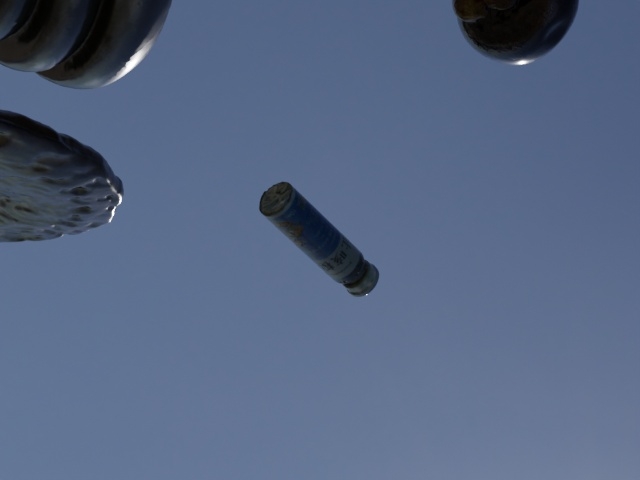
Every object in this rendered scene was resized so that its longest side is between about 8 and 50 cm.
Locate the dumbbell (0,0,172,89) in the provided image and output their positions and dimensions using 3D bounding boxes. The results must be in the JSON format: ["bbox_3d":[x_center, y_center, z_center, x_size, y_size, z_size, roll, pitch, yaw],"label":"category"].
[{"bbox_3d":[-0.241,-0.146,0.740,0.179,0.406,0.179,19,-67,52],"label":"dumbbell"}]

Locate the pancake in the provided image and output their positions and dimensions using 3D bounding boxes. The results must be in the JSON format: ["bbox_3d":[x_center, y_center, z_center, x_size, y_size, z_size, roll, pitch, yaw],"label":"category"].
[{"bbox_3d":[-0.279,-0.052,1.155,0.286,0.288,0.033,-7,-111,42],"label":"pancake"}]

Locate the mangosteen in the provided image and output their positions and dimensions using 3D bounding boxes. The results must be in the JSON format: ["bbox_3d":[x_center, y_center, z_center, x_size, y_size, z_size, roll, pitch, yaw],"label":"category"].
[{"bbox_3d":[0.203,-0.263,1.741,0.137,0.151,0.137,-15,-118,30],"label":"mangosteen"}]

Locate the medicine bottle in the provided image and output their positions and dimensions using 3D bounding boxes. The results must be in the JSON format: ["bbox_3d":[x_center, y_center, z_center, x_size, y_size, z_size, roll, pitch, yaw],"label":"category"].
[{"bbox_3d":[0.000,0.000,1.957,0.051,0.191,0.051,-25,-136,26],"label":"medicine bottle"}]
